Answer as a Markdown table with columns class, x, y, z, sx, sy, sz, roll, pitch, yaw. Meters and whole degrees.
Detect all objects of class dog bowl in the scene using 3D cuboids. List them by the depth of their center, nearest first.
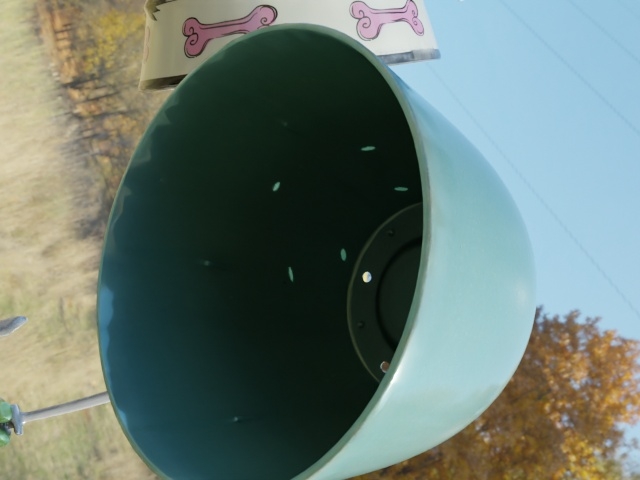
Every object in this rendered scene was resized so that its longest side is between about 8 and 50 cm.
| class | x | y | z | sx | sy | sz | roll | pitch | yaw |
| --- | --- | --- | --- | --- | --- | --- | --- | --- | --- |
| dog bowl | -0.048 | -0.294 | 0.929 | 0.408 | 0.407 | 0.151 | -148 | -130 | -68 |

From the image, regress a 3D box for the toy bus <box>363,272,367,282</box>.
| class | x | y | z | sx | sy | sz | roll | pitch | yaw |
| --- | --- | --- | --- | --- | --- | --- | --- | --- | --- |
| toy bus | -0.005 | 0.012 | 0.837 | 0.191 | 0.202 | 0.104 | 43 | -7 | -31 |

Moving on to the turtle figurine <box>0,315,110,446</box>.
| class | x | y | z | sx | sy | sz | roll | pitch | yaw |
| --- | --- | --- | --- | --- | --- | --- | --- | --- | --- |
| turtle figurine | -0.306 | 0.124 | 0.485 | 0.274 | 0.266 | 0.198 | 36 | -11 | -2 |

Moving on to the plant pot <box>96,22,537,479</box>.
| class | x | y | z | sx | sy | sz | roll | pitch | yaw |
| --- | --- | --- | --- | --- | --- | --- | --- | --- | --- |
| plant pot | 0.020 | 0.028 | 0.508 | 0.293 | 0.235 | 0.293 | -13 | -109 | 40 |
